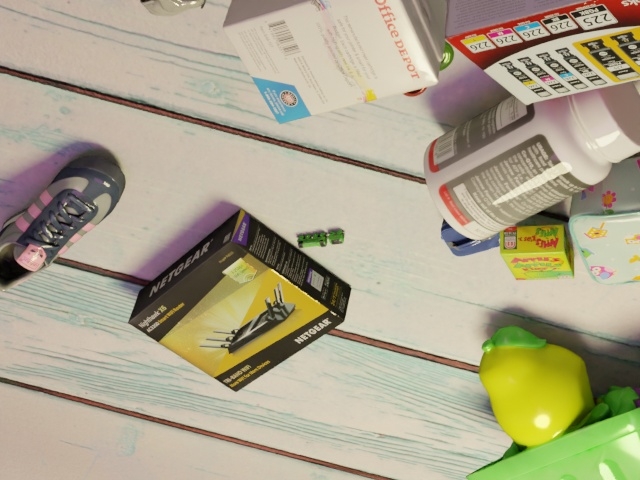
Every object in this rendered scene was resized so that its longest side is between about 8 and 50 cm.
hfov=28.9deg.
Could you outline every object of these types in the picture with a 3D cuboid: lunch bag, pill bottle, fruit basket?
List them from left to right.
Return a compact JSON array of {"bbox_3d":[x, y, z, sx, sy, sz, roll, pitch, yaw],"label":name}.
[{"bbox_3d":[0.229,-0.018,1.892,0.098,0.065,0.067,-18,127,28],"label":"lunch bag"},{"bbox_3d":[0.296,-0.125,1.700,0.283,0.161,0.161,-28,122,35],"label":"pill bottle"},{"bbox_3d":[0.414,0.301,2.085,0.392,0.283,0.392,6,100,37],"label":"fruit basket"},{"bbox_3d":[0.497,-0.029,1.772,0.279,0.108,0.224,-7,149,23],"label":"lunch bag"}]

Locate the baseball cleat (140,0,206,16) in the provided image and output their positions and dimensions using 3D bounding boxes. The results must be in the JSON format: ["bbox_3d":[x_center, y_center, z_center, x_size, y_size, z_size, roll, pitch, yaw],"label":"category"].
[{"bbox_3d":[-0.252,-0.356,1.668,0.206,0.072,0.109,20,142,-1],"label":"baseball cleat"}]

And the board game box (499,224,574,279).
[{"bbox_3d":[0.326,0.020,1.859,0.092,0.043,0.181,-2,166,16],"label":"board game box"}]

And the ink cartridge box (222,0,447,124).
[{"bbox_3d":[0.027,-0.287,1.598,0.233,0.168,0.171,-11,131,23],"label":"ink cartridge box"}]

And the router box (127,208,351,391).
[{"bbox_3d":[-0.139,0.110,2.100,0.243,0.081,0.309,36,132,-21],"label":"router box"}]

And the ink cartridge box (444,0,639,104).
[{"bbox_3d":[0.350,-0.269,1.469,0.309,0.130,0.272,-9,157,37],"label":"ink cartridge box"}]

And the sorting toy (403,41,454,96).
[{"bbox_3d":[0.136,-0.247,1.711,0.061,0.042,0.102,21,125,-30],"label":"sorting toy"}]

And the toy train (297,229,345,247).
[{"bbox_3d":[0.000,0.000,1.996,0.083,0.023,0.017,-8,132,20],"label":"toy train"}]

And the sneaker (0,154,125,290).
[{"bbox_3d":[-0.429,-0.016,2.008,0.112,0.131,0.319,36,131,-21],"label":"sneaker"}]
